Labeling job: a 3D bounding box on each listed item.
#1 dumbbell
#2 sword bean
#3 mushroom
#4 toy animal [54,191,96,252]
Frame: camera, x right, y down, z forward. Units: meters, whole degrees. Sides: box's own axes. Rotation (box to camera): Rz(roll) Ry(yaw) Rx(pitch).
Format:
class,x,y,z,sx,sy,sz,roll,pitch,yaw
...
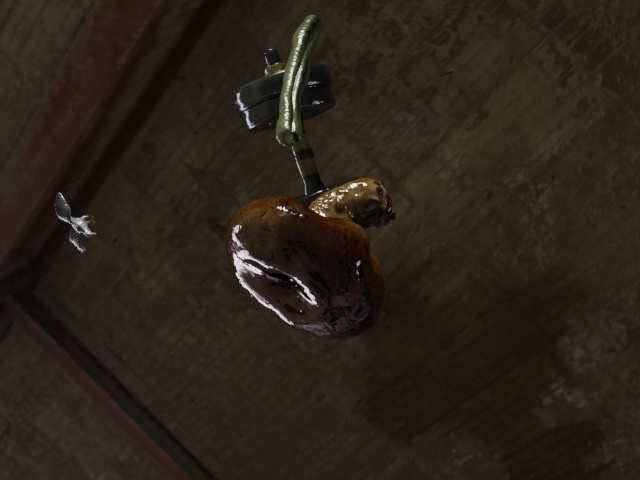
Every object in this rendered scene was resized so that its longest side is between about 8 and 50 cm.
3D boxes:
class,x,y,z,sx,sy,sz,roll,pitch,yaw
dumbbell,-0.029,-0.152,1.266,0.185,0.185,0.388,-15,-85,29
sword bean,-0.030,-0.228,0.989,0.043,0.269,0.038,21,-41,-15
mushroom,-0.013,0.034,1.111,0.267,0.254,0.267,9,-68,23
toy animal,-0.273,-0.016,0.813,0.050,0.028,0.084,7,-46,21
